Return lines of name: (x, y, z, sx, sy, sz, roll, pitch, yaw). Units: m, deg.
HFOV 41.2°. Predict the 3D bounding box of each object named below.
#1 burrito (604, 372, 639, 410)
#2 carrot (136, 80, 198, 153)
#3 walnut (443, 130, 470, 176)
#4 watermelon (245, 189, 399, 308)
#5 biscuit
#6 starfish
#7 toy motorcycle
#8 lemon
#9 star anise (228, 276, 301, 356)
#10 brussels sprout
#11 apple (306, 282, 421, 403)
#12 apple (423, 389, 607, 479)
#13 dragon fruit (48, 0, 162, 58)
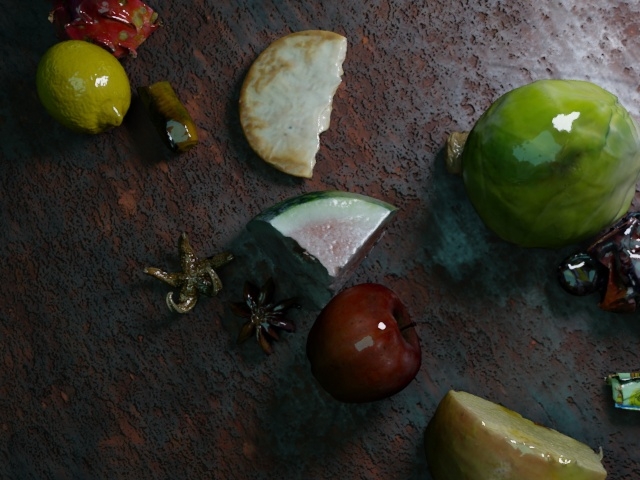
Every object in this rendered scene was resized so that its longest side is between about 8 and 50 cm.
burrito: (0.681, 0.302, 1.589, 0.288, 0.054, 0.104, 0, 88, 12)
carrot: (-0.323, -0.268, 1.808, 0.082, 0.082, 0.173, -30, 82, 9)
walnut: (0.282, -0.170, 1.680, 0.079, 0.082, 0.096, 1, 80, -14)
watermelon: (0.000, 0.000, 1.715, 0.310, 0.193, 0.231, 3, 68, -1)
biscuit: (-0.067, -0.295, 1.777, 0.205, 0.040, 0.308, 15, 90, 12)
starfish: (-0.268, 0.059, 1.785, 0.190, 0.074, 0.146, -30, 83, 9)
toy motorcycle: (0.646, 0.005, 1.572, 0.401, 0.134, 0.207, -42, 81, 8)
lemon: (-0.500, -0.322, 1.794, 0.187, 0.187, 0.244, -45, 74, 6)
star anise: (-0.121, 0.156, 1.759, 0.168, 0.057, 0.167, -1, 87, 10)
brussels sprout: (0.420, -0.148, 1.567, 0.344, 0.268, 0.344, -11, 116, -23)
apple: (0.085, 0.205, 1.636, 0.234, 0.234, 0.233, -1, 87, 12)
apple: (0.347, 0.420, 1.593, 0.309, 0.314, 0.252, 19, 48, 6)
dragon fruit: (-0.493, -0.471, 1.829, 0.274, 0.126, 0.161, 20, 91, 12)
